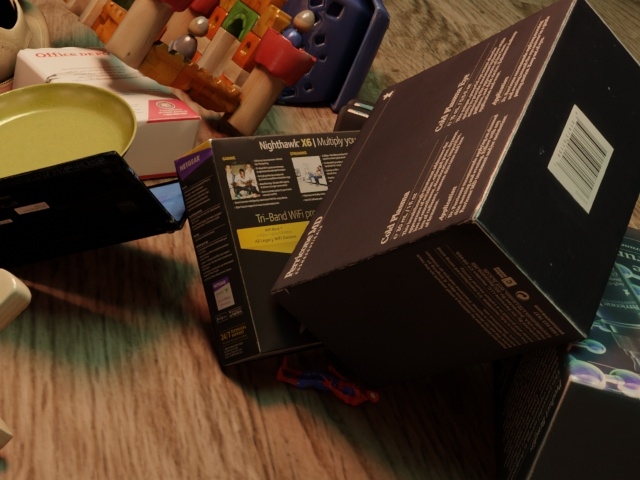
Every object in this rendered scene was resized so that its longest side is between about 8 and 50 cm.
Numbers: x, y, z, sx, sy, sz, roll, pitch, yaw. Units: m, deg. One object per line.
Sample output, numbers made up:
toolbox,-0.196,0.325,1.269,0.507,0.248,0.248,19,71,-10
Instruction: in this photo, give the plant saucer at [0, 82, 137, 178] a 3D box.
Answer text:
plant saucer,-0.348,-0.119,1.567,0.240,0.037,0.241,-2,40,2

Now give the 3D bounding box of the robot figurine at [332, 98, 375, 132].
robot figurine,0.152,-0.115,1.825,0.278,0.174,0.209,18,57,6

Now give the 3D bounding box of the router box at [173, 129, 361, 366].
router box,0.000,0.000,1.454,0.308,0.081,0.243,-7,79,-40

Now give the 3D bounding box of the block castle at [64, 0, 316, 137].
block castle,-0.210,-0.363,1.911,0.303,0.213,0.453,30,9,-34

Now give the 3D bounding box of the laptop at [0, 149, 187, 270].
laptop,-0.280,-0.058,1.407,0.234,0.264,0.137,-13,60,13

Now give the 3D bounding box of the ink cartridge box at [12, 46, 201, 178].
ink cartridge box,-0.310,-0.183,1.777,0.172,0.100,0.237,-9,37,-40

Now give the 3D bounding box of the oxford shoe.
oxford shoe,-0.478,-0.321,1.892,0.140,0.147,0.397,13,23,-8

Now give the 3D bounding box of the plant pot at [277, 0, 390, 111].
plant pot,-0.017,-0.367,2.152,0.212,0.236,0.236,15,26,-17

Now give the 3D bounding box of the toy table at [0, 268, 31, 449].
toy table,-0.386,0.088,1.092,0.161,0.252,0.274,42,7,37

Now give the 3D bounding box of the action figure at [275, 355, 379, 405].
action figure,0.010,0.158,1.382,0.115,0.030,0.038,19,22,3

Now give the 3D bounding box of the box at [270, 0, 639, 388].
box,0.164,-0.046,1.339,0.179,0.312,0.343,44,53,-21

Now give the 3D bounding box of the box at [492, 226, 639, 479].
box,0.358,0.164,1.351,0.293,0.212,0.395,16,28,-2
